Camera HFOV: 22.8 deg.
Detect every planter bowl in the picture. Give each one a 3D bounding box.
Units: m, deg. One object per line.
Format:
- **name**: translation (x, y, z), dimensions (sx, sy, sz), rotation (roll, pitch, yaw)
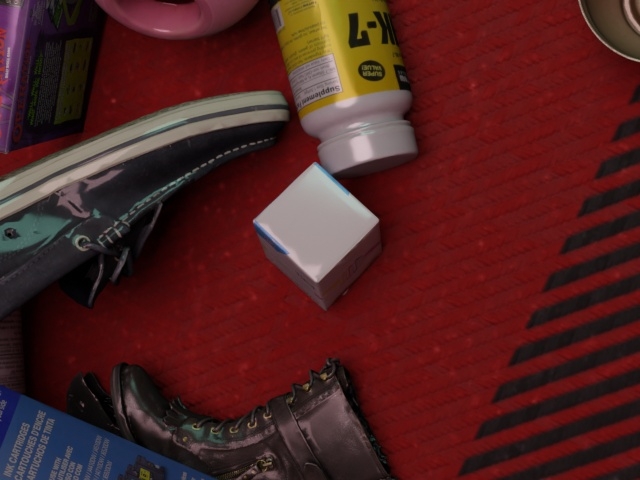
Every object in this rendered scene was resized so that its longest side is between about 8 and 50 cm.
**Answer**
- **planter bowl**: translation (0.335, -0.243, 1.534), dimensions (0.162, 0.109, 0.162), rotation (0, 89, 16)

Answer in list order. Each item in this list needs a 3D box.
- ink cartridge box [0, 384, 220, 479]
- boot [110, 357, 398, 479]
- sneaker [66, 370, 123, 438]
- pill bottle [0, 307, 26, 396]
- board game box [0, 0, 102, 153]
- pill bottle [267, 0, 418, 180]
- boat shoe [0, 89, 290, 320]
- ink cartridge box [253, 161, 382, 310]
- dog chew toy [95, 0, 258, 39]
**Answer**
- **ink cartridge box**: translation (-0.280, 0.316, 1.556), dimensions (0.395, 0.151, 0.270), rotation (26, 117, -8)
- **boot**: translation (-0.069, 0.190, 1.649), dimensions (0.229, 0.091, 0.263), rotation (-34, 90, 11)
- **sneaker**: translation (-0.220, 0.226, 1.703), dimensions (0.170, 0.051, 0.089), rotation (42, 104, 16)
- **pill bottle**: translation (-0.397, 0.144, 1.699), dimensions (0.160, 0.160, 0.283), rotation (-5, 87, 15)
- **board game box**: translation (-0.272, -0.271, 1.623), dimensions (0.056, 0.208, 0.347), rotation (13, 102, 7)
- **pill bottle**: translation (0.026, -0.173, 1.613), dimensions (0.119, 0.119, 0.208), rotation (-17, 84, 15)
- **boat shoe**: translation (-0.245, -0.014, 1.598), dimensions (0.500, 0.187, 0.156), rotation (-28, 98, -18)
- **ink cartridge box**: translation (0.000, 0.000, 1.610), dimensions (0.092, 0.143, 0.090), rotation (43, 82, 13)
- **dog chew toy**: translation (-0.131, -0.371, 1.612), dimensions (0.206, 0.206, 0.332), rotation (2, 63, 16)
